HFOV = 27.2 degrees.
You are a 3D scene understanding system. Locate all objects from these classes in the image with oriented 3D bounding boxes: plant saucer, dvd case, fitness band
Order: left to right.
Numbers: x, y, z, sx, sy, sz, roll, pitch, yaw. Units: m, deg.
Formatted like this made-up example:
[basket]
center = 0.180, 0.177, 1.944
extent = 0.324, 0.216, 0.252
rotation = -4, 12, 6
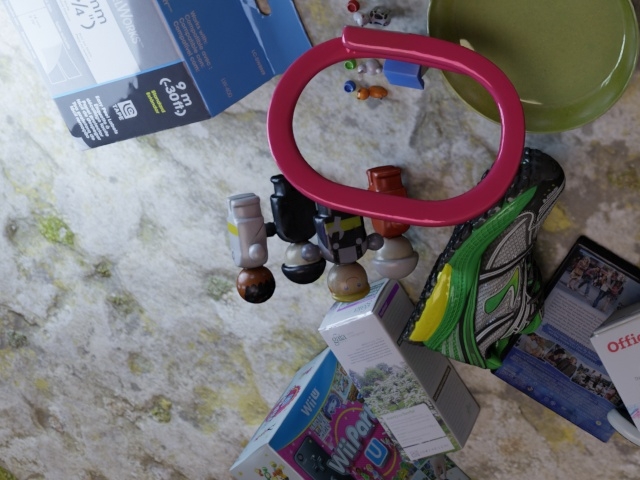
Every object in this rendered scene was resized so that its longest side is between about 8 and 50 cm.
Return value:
[fitness band]
center = 0.083, -0.126, 1.482
extent = 0.290, 0.054, 0.209
rotation = 11, 90, 9
[plant saucer]
center = 0.238, -0.234, 1.472
extent = 0.241, 0.037, 0.241
rotation = 14, 126, 20
[dvd case]
center = 0.345, 0.129, 1.667
extent = 0.180, 0.022, 0.253
rotation = 32, 130, 6

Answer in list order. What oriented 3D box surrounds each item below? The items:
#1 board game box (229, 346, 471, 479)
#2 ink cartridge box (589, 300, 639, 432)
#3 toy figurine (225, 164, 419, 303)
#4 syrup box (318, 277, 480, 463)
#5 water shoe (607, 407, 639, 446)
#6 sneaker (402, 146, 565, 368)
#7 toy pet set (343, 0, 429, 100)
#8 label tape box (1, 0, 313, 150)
[board game box]
center = 0.052, 0.330, 1.816
extent = 0.303, 0.224, 0.097
rotation = 44, 130, -6
[ink cartridge box]
center = 0.436, 0.163, 1.541
extent = 0.154, 0.093, 0.212
rotation = -28, 92, 35
[toy figurine]
center = 0.000, 0.000, 1.632
extent = 0.213, 0.209, 0.148
rotation = -2, 104, 26
[syrup box]
center = 0.107, 0.173, 1.767
extent = 0.093, 0.096, 0.237
rotation = -22, 108, 34
[water shoe]
center = 0.461, 0.239, 1.655
extent = 0.203, 0.073, 0.080
rotation = 23, 96, 5
[sneaker]
center = 0.223, 0.025, 1.608
extent = 0.146, 0.134, 0.343
rotation = 24, 137, 2
[toy pet set]
center = 0.070, -0.207, 1.556
extent = 0.114, 0.065, 0.122
rotation = 13, 126, 19
[label tape box]
center = -0.204, -0.265, 1.630
extent = 0.333, 0.106, 0.241
rotation = -10, 116, 32
